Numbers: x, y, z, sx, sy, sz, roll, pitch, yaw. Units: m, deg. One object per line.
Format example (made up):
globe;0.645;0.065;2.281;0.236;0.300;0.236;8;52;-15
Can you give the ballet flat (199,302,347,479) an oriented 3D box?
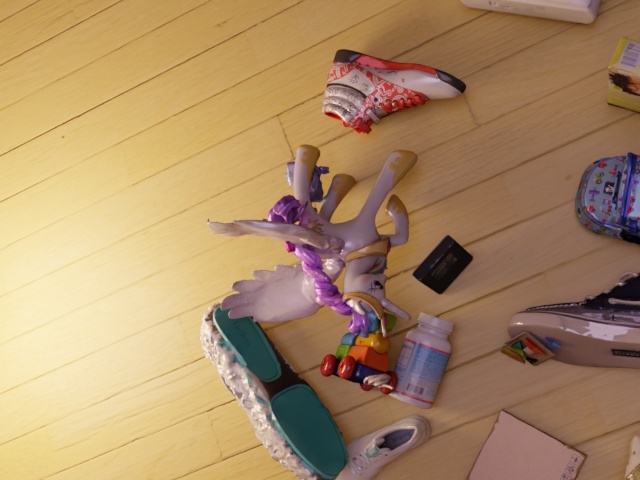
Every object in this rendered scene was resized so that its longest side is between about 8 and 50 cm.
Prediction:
ballet flat;-0.096;0.293;1.680;0.147;0.147;0.409;-39;68;8

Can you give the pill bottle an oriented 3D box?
pill bottle;0.184;0.214;1.617;0.087;0.087;0.160;20;88;18

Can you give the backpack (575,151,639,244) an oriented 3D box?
backpack;0.527;-0.078;1.545;0.173;0.117;0.158;15;86;21

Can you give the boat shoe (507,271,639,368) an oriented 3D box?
boat shoe;0.501;0.124;1.535;0.341;0.127;0.158;6;56;27

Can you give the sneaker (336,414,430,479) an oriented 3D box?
sneaker;0.095;0.379;1.616;0.212;0.094;0.080;-36;75;9

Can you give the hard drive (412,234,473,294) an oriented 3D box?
hard drive;0.220;0.046;1.606;0.094;0.135;0.022;-49;63;5

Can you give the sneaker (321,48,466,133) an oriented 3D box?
sneaker;0.132;-0.263;1.706;0.270;0.090;0.145;17;88;22

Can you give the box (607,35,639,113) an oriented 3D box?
box;0.530;-0.269;1.509;0.087;0.232;0.058;21;91;20

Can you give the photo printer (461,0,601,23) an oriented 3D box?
photo printer;0.413;-0.568;1.655;0.256;0.107;0.307;14;86;18

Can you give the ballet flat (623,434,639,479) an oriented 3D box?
ballet flat;0.581;0.332;1.477;0.123;0.123;0.348;41;95;18

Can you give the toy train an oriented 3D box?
toy train;0.099;0.187;1.579;0.105;0.248;0.143;22;77;-18

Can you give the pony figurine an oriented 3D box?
pony figurine;0.000;0.000;1.601;0.351;0.303;0.363;5;55;9

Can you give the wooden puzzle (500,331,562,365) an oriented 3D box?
wooden puzzle;0.362;0.190;1.562;0.078;0.116;0.014;32;59;3

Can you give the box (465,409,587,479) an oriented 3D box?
box;0.344;0.422;1.573;0.164;0.021;0.201;27;91;19
